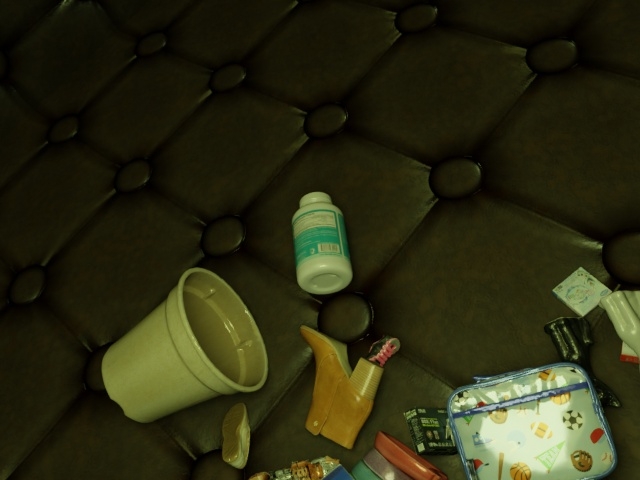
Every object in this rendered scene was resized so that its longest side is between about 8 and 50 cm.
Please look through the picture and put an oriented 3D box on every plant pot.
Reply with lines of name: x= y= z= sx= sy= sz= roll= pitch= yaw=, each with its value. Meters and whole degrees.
plant pot: x=-0.350 y=0.285 z=1.495 sx=0.305 sy=0.334 sz=0.333 roll=-32 pitch=52 yaw=15

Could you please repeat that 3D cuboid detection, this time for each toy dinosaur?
toy dinosaur: x=-0.097 y=0.532 z=1.271 sx=0.322 sy=0.218 sz=0.164 roll=-6 pitch=58 yaw=19

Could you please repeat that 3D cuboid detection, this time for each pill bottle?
pill bottle: x=0.000 y=0.000 z=1.617 sx=0.146 sy=0.146 sz=0.264 roll=-15 pitch=54 yaw=12

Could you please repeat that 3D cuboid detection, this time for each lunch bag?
lunch bag: x=0.404 y=0.373 z=1.203 sx=0.303 sy=0.115 sz=0.243 roll=-18 pitch=71 yaw=14

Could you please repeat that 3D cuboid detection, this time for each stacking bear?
stacking bear: x=0.106 y=0.553 z=1.223 sx=0.164 sy=0.175 sz=0.289 roll=31 pitch=82 yaw=26

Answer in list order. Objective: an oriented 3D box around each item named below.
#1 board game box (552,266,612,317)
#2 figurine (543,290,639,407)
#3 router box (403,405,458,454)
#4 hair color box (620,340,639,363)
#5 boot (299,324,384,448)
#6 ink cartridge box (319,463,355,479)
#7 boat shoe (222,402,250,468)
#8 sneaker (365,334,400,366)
board game box: x=0.598 y=0.119 z=1.385 sx=0.090 sy=0.020 sz=0.090 roll=-38 pitch=53 yaw=-5
figurine: x=0.599 y=0.234 z=1.238 sx=0.215 sy=0.092 sz=0.209 roll=-36 pitch=55 yaw=34
router box: x=0.243 y=0.404 z=1.282 sx=0.038 sy=0.122 sz=0.092 roll=-45 pitch=46 yaw=35
hair color box: x=0.707 y=0.225 z=1.261 sx=0.141 sy=0.043 sz=0.072 roll=7 pitch=63 yaw=26
boot: x=0.007 y=0.341 z=1.432 sx=0.295 sy=0.104 sz=0.211 roll=24 pitch=86 yaw=48
ink cartridge box: x=0.083 y=0.587 z=1.117 sx=0.165 sy=0.332 sz=0.065 roll=-41 pitch=10 yaw=3
boat shoe: x=-0.197 y=0.470 z=1.450 sx=0.063 sy=0.059 sz=0.170 roll=-22 pitch=33 yaw=16
sneaker: x=0.136 y=0.273 z=1.461 sx=0.119 sy=0.047 sz=0.057 roll=-41 pitch=32 yaw=-7
